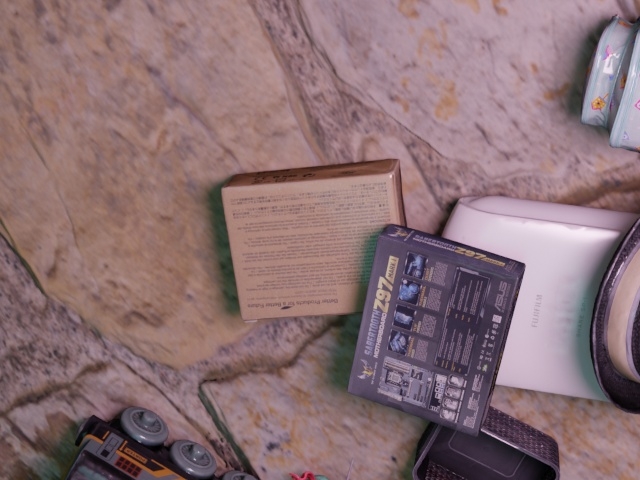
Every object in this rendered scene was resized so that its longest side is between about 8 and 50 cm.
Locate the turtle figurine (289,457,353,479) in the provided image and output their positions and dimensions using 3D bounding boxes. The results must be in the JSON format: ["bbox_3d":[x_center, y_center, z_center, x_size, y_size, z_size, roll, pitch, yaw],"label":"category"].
[{"bbox_3d":[-0.009,0.427,1.623,0.118,0.175,0.234,15,70,24],"label":"turtle figurine"}]

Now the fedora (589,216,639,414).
[{"bbox_3d":[0.478,0.081,1.331,0.152,0.334,0.334,25,121,50],"label":"fedora"}]

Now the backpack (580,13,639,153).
[{"bbox_3d":[0.387,-0.185,1.335,0.144,0.188,0.165,14,109,6],"label":"backpack"}]

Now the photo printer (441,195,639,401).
[{"bbox_3d":[0.297,0.074,1.473,0.308,0.107,0.256,9,108,7],"label":"photo printer"}]

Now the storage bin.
[{"bbox_3d":[0.231,0.307,1.568,0.180,0.084,0.122,27,109,1],"label":"storage bin"}]

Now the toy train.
[{"bbox_3d":[-0.219,0.373,1.613,0.334,0.190,0.142,32,110,0],"label":"toy train"}]

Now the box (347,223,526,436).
[{"bbox_3d":[0.144,0.114,1.432,0.183,0.059,0.232,16,113,16],"label":"box"}]

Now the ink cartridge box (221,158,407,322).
[{"bbox_3d":[0.000,0.000,1.514,0.235,0.088,0.193,-4,107,11],"label":"ink cartridge box"}]
